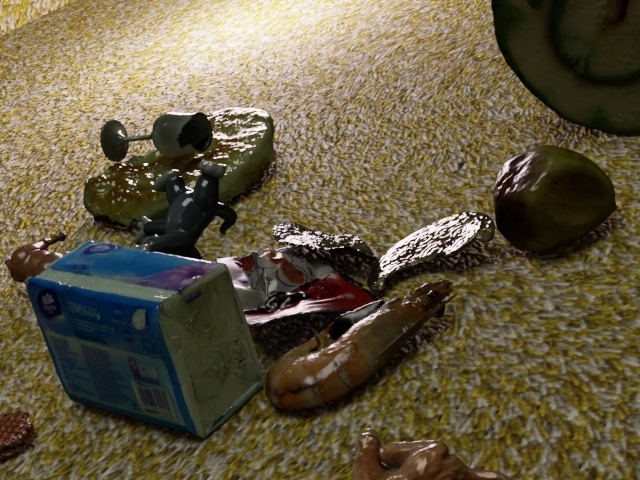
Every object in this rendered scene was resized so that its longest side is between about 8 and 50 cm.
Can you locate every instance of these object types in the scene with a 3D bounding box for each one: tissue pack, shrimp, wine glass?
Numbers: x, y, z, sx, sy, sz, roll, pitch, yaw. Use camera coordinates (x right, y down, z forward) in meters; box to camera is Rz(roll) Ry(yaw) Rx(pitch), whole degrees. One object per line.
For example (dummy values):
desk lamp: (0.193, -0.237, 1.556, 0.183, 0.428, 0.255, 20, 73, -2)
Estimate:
tissue pack: (-0.228, 0.122, 1.771, 0.263, 0.198, 0.146, 9, 34, 41)
shrimp: (0.047, 0.128, 1.753, 0.287, 0.063, 0.152, -33, 18, -25)
wine glass: (-0.282, -0.179, 2.357, 0.196, 0.079, 0.079, -3, 30, 32)

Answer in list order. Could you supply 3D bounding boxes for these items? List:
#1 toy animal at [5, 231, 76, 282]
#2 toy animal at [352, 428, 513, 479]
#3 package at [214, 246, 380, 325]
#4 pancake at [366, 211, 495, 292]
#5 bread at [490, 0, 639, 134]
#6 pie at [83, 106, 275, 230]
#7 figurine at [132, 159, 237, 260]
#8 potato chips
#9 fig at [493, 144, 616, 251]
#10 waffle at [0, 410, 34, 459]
toy animal: (-0.405, 0.060, 2.160, 0.224, 0.066, 0.229, 10, 24, 12)
toy animal: (0.092, 0.287, 1.368, 0.184, 0.104, 0.185, 2, 27, 22)
package: (-0.049, 0.064, 1.921, 0.194, 0.071, 0.269, -18, 29, -18)
pancake: (0.157, 0.013, 1.900, 0.190, 0.020, 0.184, -12, 23, 44)
bread: (0.451, -0.341, 2.057, 0.382, 0.366, 0.129, 19, 38, 18)
pie: (-0.232, -0.124, 2.389, 0.371, 0.078, 0.296, -28, 27, -16)
figurine: (-0.204, 0.004, 1.957, 0.265, 0.140, 0.193, -55, 26, 2)
potato chips: (0.000, 0.000, 2.008, 0.142, 0.026, 0.209, 3, 12, -18)
fig: (0.319, -0.058, 1.861, 0.166, 0.144, 0.154, -7, -9, 5)
waffle: (-0.416, 0.260, 1.810, 0.075, 0.029, 0.083, -24, 30, -5)
